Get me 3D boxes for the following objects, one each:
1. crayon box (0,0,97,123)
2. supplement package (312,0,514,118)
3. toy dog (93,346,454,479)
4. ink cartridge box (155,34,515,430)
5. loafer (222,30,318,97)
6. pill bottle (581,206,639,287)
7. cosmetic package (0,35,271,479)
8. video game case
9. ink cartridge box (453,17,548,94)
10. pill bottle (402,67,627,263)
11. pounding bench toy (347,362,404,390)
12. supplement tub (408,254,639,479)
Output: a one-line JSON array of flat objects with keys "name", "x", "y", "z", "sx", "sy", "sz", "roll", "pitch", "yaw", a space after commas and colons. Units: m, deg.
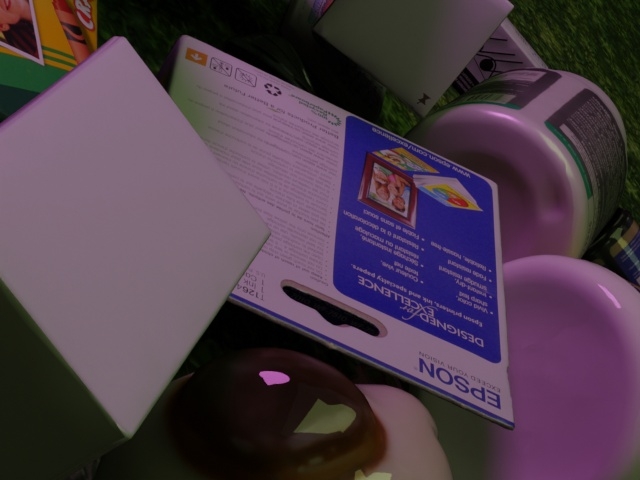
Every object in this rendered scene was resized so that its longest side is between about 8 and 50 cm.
[{"name": "crayon box", "x": -0.287, "y": -0.215, "z": 1.005, "sx": 0.313, "sy": 0.106, "sz": 0.363, "roll": 37, "pitch": 30, "yaw": -36}, {"name": "supplement package", "x": 0.092, "y": -0.220, "z": 1.537, "sx": 0.139, "sy": 0.134, "sz": 0.244, "roll": 38, "pitch": 10, "yaw": -3}, {"name": "toy dog", "x": 0.013, "y": 0.256, "z": 0.849, "sx": 0.395, "sy": 0.284, "sz": 0.408, "roll": -13, "pitch": 68, "yaw": -26}, {"name": "ink cartridge box", "x": 0.000, "y": 0.000, "z": 1.211, "sx": 0.304, "sy": 0.072, "sz": 0.307, "roll": 25, "pitch": 36, "yaw": -15}, {"name": "loafer", "x": -0.019, "y": -0.090, "z": 1.397, "sx": 0.078, "sy": 0.076, "sz": 0.223, "roll": -2, "pitch": 57, "yaw": -57}, {"name": "pill bottle", "x": 0.364, "y": 0.081, "z": 1.835, "sx": 0.219, "sy": 0.123, "sz": 0.123, "roll": 54, "pitch": 24, "yaw": -7}, {"name": "cosmetic package", "x": -0.171, "y": 0.041, "z": 0.759, "sx": 0.138, "sy": 0.225, "sz": 0.224, "roll": 52, "pitch": 25, "yaw": -10}, {"name": "video game case", "x": 0.018, "y": -0.199, "z": 1.663, "sx": 0.143, "sy": 0.019, "sz": 0.157, "roll": 48, "pitch": 25, "yaw": -18}, {"name": "ink cartridge box", "x": 0.179, "y": -0.248, "z": 1.930, "sx": 0.207, "sy": 0.097, "sz": 0.046, "roll": 47, "pitch": 26, "yaw": -22}, {"name": "pill bottle", "x": 0.201, "y": -0.065, "z": 1.611, "sx": 0.204, "sy": 0.204, "sz": 0.361, "roll": 56, "pitch": 24, "yaw": 0}, {"name": "pounding bench toy", "x": 0.034, "y": 0.144, "z": 1.208, "sx": 0.052, "sy": 0.065, "sz": 0.083, "roll": 1, "pitch": 59, "yaw": -63}, {"name": "supplement tub", "x": 0.254, "y": 0.162, "z": 1.385, "sx": 0.331, "sy": 0.241, "sz": 0.241, "roll": 22, "pitch": 41, "yaw": -51}]
